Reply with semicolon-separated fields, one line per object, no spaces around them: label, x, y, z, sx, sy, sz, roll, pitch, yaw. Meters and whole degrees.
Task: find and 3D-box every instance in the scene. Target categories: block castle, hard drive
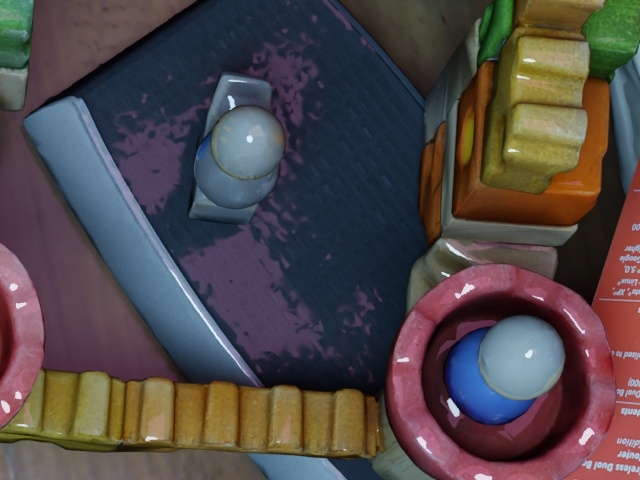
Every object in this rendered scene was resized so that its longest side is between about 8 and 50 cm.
block castle;-0.028;-0.123;0.789;0.303;0.213;0.453;6;75;-9
hard drive;0.000;0.000;0.911;0.172;0.054;0.254;-36;90;-16

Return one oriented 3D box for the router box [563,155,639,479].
router box;0.270;0.040;0.880;0.335;0.082;0.301;30;72;-35

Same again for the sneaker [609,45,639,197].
sneaker;0.173;-0.146;0.943;0.106;0.123;0.290;-17;84;-13
